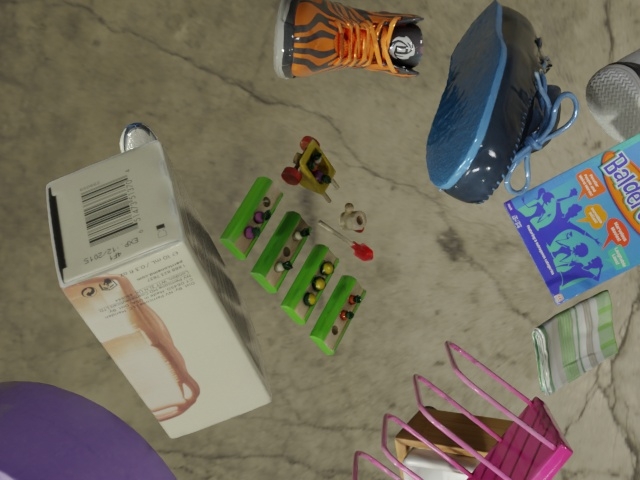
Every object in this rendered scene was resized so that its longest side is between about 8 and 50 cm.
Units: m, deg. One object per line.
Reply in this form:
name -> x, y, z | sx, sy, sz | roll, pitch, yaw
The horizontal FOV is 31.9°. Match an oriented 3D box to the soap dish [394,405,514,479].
soap dish -> 0.245, 0.382, 1.739 | 0.229, 0.291, 0.118 | 6, 49, 17

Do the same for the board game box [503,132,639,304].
board game box -> 0.380, -0.029, 1.528 | 0.210, 0.047, 0.160 | -28, 84, 7

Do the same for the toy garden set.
toy garden set -> 0.000, 0.000, 1.502 | 0.049, 0.244, 0.204 | -4, 47, 45

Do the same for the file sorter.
file sorter -> 0.153, 0.303, 1.474 | 0.182, 0.202, 0.291 | 37, 98, -4

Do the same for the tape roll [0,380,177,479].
tape roll -> -0.157, 0.173, 0.570 | 0.189, 0.080, 0.189 | 7, 110, 20

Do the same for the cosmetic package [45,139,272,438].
cosmetic package -> -0.162, 0.060, 1.168 | 0.129, 0.296, 0.153 | -22, 48, 1

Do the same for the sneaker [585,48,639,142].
sneaker -> 0.600, -0.175, 1.756 | 0.366, 0.137, 0.210 | 46, 61, 0

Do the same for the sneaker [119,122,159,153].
sneaker -> -0.220, -0.087, 1.441 | 0.052, 0.058, 0.135 | -19, 122, -14

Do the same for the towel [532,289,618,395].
towel -> 0.375, 0.149, 1.634 | 0.023, 0.152, 0.113 | 22, 130, 54

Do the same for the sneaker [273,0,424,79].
sneaker -> 0.051, -0.286, 1.562 | 0.180, 0.321, 0.124 | 10, 109, 13

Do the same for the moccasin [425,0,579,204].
moccasin -> 0.194, -0.140, 1.112 | 0.117, 0.342, 0.138 | 35, 129, -10
